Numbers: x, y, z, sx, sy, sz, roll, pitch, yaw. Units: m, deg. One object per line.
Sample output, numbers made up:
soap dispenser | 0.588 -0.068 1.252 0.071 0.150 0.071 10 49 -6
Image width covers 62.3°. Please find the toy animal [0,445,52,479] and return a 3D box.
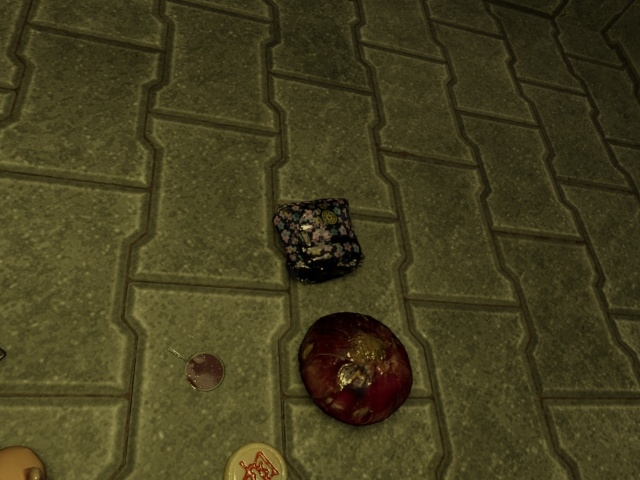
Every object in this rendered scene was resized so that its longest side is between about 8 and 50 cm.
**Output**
toy animal | -0.541 0.409 0.791 0.248 0.165 0.149 -30 78 -27

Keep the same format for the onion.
onion | 0.066 0.265 1.105 0.247 0.190 0.246 23 35 -17

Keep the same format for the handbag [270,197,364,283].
handbag | 0.000 0.000 1.287 0.229 0.126 0.207 -5 60 -34

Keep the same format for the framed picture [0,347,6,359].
framed picture | -0.771 0.247 0.889 0.265 0.016 0.347 34 53 2

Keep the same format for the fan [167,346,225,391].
fan | -0.258 0.257 1.092 0.133 0.005 0.085 31 54 -2

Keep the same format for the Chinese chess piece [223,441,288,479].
Chinese chess piece | -0.121 0.444 0.997 0.122 0.051 0.122 10 56 -16
